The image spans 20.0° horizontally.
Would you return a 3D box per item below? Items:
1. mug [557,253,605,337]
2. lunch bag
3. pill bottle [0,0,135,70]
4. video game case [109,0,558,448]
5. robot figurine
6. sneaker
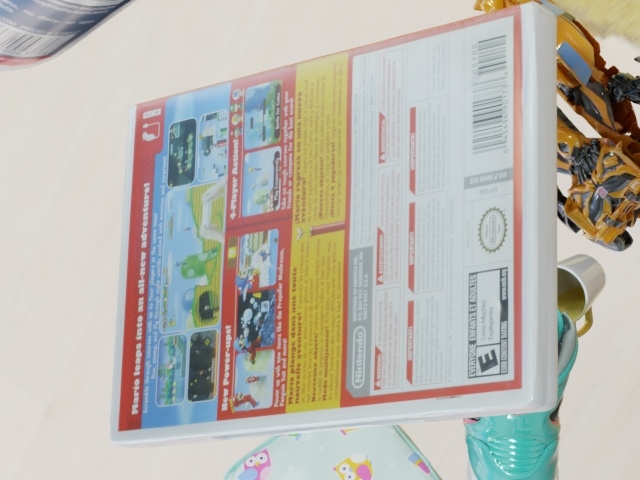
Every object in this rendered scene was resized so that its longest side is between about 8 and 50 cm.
[{"bbox_3d":[0.251,0.049,1.813,0.062,0.064,0.078,31,125,22],"label":"mug"},{"bbox_3d":[0.032,0.312,1.916,0.224,0.108,0.279,-36,62,-7],"label":"lunch bag"},{"bbox_3d":[-0.081,-0.138,0.643,0.180,0.108,0.108,-23,97,49],"label":"pill bottle"},{"bbox_3d":[0.000,0.000,0.963,0.285,0.025,0.204,-10,72,38],"label":"video game case"},{"bbox_3d":[0.249,-0.120,1.839,0.291,0.085,0.211,49,136,16],"label":"robot figurine"},{"bbox_3d":[0.170,0.105,1.736,0.124,0.295,0.178,-2,122,-6],"label":"sneaker"}]
